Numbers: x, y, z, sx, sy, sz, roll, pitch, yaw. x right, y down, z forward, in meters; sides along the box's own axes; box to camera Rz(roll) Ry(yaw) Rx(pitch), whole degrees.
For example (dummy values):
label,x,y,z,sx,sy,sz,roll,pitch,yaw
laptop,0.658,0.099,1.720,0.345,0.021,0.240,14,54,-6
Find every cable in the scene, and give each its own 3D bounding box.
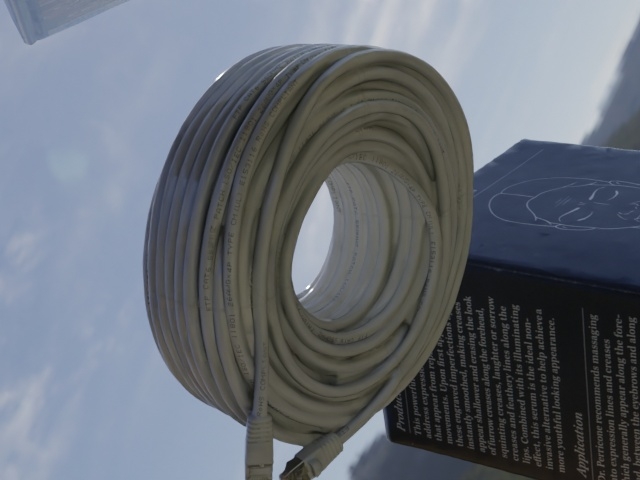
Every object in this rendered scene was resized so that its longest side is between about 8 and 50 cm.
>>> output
label,x,y,z,sx,sy,sz,roll,pitch,yaw
cable,0.000,0.000,0.979,0.257,0.089,0.257,-31,-58,-42

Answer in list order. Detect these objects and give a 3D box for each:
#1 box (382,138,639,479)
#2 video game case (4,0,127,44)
label,x,y,z,sx,sy,sz,roll,pitch,yaw
box,0.285,0.067,1.369,0.293,0.395,0.212,-32,-57,-45
video game case,-0.041,-0.174,0.736,0.248,0.035,0.275,-25,4,-7
